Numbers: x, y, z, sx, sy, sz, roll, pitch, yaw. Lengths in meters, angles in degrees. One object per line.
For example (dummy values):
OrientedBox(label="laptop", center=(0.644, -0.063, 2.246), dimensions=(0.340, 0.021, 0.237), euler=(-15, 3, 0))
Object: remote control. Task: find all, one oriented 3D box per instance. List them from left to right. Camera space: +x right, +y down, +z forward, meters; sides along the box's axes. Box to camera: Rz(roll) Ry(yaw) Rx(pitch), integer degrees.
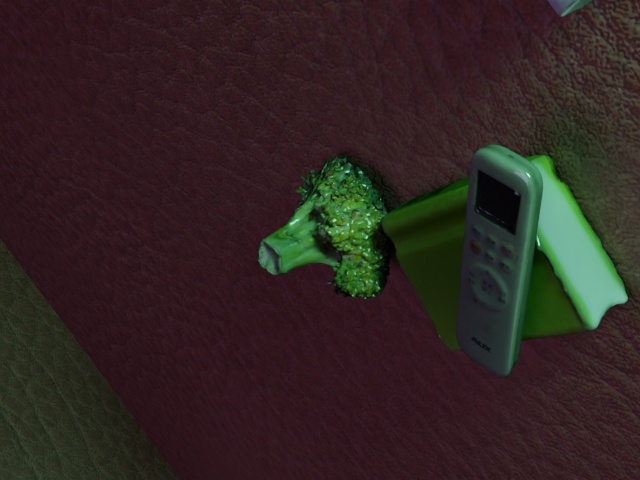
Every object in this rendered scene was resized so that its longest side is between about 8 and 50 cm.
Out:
OrientedBox(label="remote control", center=(0.198, 0.029, 1.127), dimensions=(0.090, 0.038, 0.309), euler=(37, 144, 35))

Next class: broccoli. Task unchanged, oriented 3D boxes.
OrientedBox(label="broccoli", center=(0.000, 0.000, 1.414), dimensions=(0.220, 0.194, 0.194), euler=(52, 150, 20))

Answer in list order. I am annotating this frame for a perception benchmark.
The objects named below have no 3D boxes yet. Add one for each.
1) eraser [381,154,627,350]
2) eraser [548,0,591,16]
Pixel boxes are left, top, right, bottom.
OrientedBox(label="eraser", center=(0.212, 0.020, 1.231), dimensions=(0.210, 0.092, 0.274), euler=(61, 151, -3))
OrientedBox(label="eraser", center=(0.210, -0.328, 0.937), dimensions=(0.210, 0.068, 0.124), euler=(55, 150, 6))
